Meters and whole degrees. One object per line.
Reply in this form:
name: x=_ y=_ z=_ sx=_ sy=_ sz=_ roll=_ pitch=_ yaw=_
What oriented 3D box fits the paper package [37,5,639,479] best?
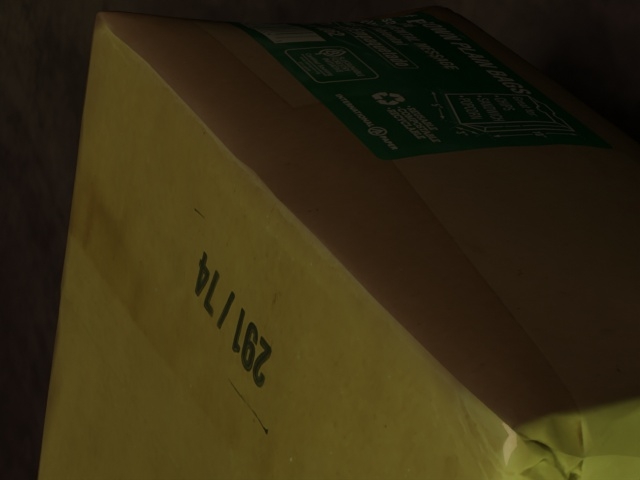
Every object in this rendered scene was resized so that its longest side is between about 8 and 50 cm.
paper package: x=0.031 y=0.102 z=0.709 sx=0.325 sy=0.168 sz=0.309 roll=46 pitch=132 yaw=52
